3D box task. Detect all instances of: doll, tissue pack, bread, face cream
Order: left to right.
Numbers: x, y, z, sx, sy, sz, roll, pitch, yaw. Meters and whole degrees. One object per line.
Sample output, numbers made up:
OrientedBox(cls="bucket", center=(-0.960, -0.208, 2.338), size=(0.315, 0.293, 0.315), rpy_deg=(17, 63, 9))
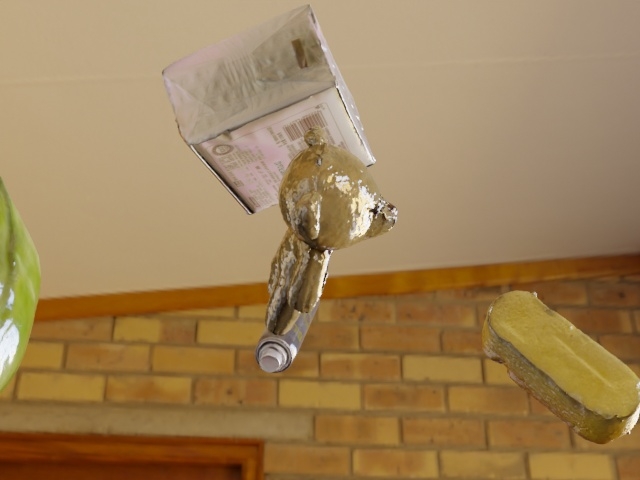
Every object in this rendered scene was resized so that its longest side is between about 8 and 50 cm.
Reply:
OrientedBox(cls="tissue pack", center=(-0.054, -0.144, 1.048), size=(0.185, 0.124, 0.225), rpy_deg=(-20, -21, 7))
OrientedBox(cls="face cream", center=(-0.061, 0.161, 1.632), size=(0.073, 0.283, 0.073), rpy_deg=(4, -69, 10))
OrientedBox(cls="doll", center=(-0.009, -0.002, 0.380), size=(0.051, 0.061, 0.093), rpy_deg=(26, -49, -25))
OrientedBox(cls="bread", center=(0.325, 0.173, 1.214), size=(0.102, 0.245, 0.094), rpy_deg=(-38, -31, -22))

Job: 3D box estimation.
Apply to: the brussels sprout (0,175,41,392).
OrientedBox(cls="brussels sprout", center=(-0.419, 0.039, 0.807), size=(0.328, 0.328, 0.247), rpy_deg=(11, -51, -18))
